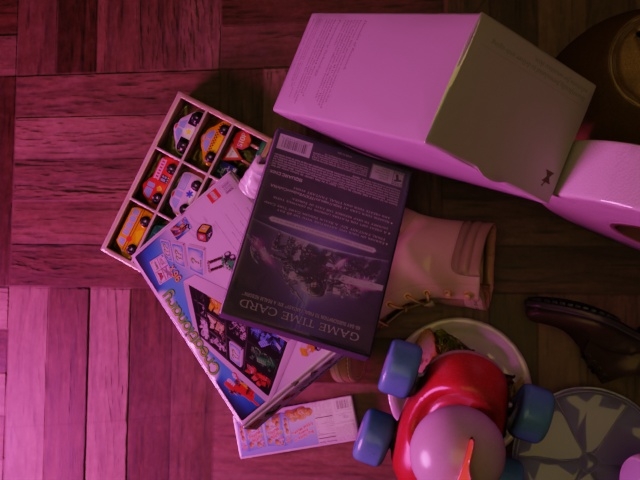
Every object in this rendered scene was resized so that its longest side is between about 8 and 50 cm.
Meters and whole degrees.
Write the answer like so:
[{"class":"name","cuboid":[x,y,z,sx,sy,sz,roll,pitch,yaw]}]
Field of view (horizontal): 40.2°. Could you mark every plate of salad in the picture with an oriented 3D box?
[{"class":"plate of salad","cuboid":[0.191,0.207,1.213,0.200,0.048,0.199,-1,86,9]}]

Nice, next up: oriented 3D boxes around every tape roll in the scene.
[{"class":"tape roll","cuboid":[0.448,-0.015,1.007,0.392,0.392,0.072,21,91,11]}]

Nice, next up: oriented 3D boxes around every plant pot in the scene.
[{"class":"plant pot","cuboid":[0.402,-0.194,1.096,0.237,0.254,0.237,-1,85,10]}]

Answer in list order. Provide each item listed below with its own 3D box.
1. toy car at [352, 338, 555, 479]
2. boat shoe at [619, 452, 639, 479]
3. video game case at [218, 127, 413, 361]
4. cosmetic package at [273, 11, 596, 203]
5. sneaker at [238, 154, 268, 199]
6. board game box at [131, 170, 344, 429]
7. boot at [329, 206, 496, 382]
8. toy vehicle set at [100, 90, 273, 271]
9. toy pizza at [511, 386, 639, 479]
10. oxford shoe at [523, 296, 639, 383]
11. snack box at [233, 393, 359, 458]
[{"class":"toy car","cuboid":[0.158,0.264,1.067,0.219,0.238,0.210,19,108,3]},{"class":"boat shoe","cuboid":[0.453,0.364,1.122,0.076,0.080,0.228,-26,101,-22]},{"class":"video game case","cuboid":[0.000,0.000,1.137,0.196,0.026,0.274,18,67,-5]},{"class":"cosmetic package","cuboid":[0.120,-0.171,1.073,0.197,0.365,0.155,22,90,-33]},{"class":"sneaker","cuboid":[-0.039,-0.095,1.228,0.053,0.152,0.061,54,136,28]},{"class":"board game box","cuboid":[-0.106,0.077,1.199,0.193,0.053,0.305,-40,68,6]},{"class":"boot","cuboid":[0.125,0.084,1.194,0.203,0.095,0.262,11,82,23]},{"class":"toy vehicle set","cuboid":[-0.194,-0.065,1.302,0.166,0.035,0.266,27,92,10]},{"class":"toy pizza","cuboid":[0.361,0.298,1.185,0.201,0.032,0.201,-1,86,9]},{"class":"oxford shoe","cuboid":[0.373,0.140,1.168,0.227,0.083,0.096,23,95,12]},{"class":"snack box","cuboid":[-0.035,0.268,1.262,0.178,0.022,0.064,-11,86,9]}]
